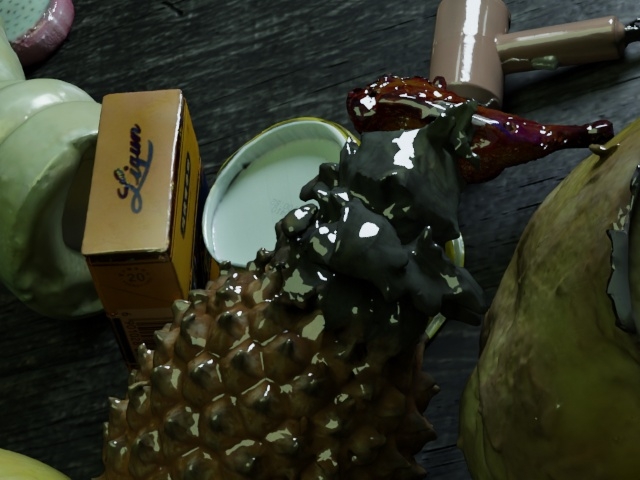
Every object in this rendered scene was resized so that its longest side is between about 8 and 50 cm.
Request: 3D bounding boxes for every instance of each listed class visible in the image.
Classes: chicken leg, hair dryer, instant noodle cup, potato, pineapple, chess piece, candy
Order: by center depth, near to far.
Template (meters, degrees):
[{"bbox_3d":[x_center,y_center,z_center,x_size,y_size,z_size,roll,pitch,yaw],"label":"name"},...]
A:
[{"bbox_3d":[0.208,0.061,1.029,0.289,0.301,0.237,-40,12,-31],"label":"potato"},{"bbox_3d":[0.004,0.067,1.085,0.223,0.223,0.357,50,118,45],"label":"pineapple"},{"bbox_3d":[0.120,-0.086,1.261,0.205,0.053,0.093,21,46,6],"label":"chicken leg"},{"bbox_3d":[0.000,0.000,1.266,0.182,0.144,0.182,-18,50,23],"label":"instant noodle cup"},{"bbox_3d":[0.176,-0.152,1.327,0.182,0.064,0.117,-7,55,23],"label":"hair dryer"},{"bbox_3d":[-0.320,-0.101,1.519,0.234,0.234,0.442,-49,50,-7],"label":"chess piece"},{"bbox_3d":[-0.306,-0.228,1.714,0.103,0.043,0.103,-17,48,20],"label":"candy"}]

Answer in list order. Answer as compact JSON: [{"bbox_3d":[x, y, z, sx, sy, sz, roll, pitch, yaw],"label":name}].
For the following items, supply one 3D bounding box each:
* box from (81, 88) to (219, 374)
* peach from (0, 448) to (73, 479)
[{"bbox_3d":[-0.122,0.018,1.267,0.070,0.237,0.152,-1,53,4],"label":"box"},{"bbox_3d":[-0.258,0.291,1.114,0.314,0.281,0.315,-34,46,32],"label":"peach"}]
